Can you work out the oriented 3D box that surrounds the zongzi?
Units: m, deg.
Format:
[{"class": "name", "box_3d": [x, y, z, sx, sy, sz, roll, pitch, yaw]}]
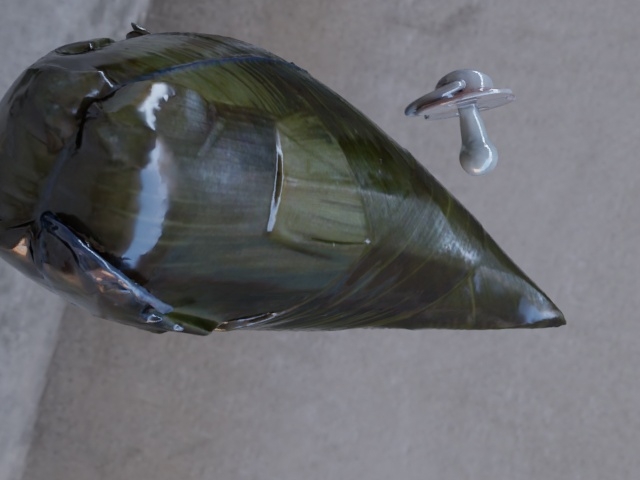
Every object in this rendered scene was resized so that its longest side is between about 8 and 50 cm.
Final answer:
[{"class": "zongzi", "box_3d": [0.000, 0.000, 0.880, 0.403, 0.432, 0.207, -66, 180, -82]}]

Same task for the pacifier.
[{"class": "pacifier", "box_3d": [0.106, -0.084, 0.928, 0.099, 0.082, 0.078, -7, 83, -77]}]
